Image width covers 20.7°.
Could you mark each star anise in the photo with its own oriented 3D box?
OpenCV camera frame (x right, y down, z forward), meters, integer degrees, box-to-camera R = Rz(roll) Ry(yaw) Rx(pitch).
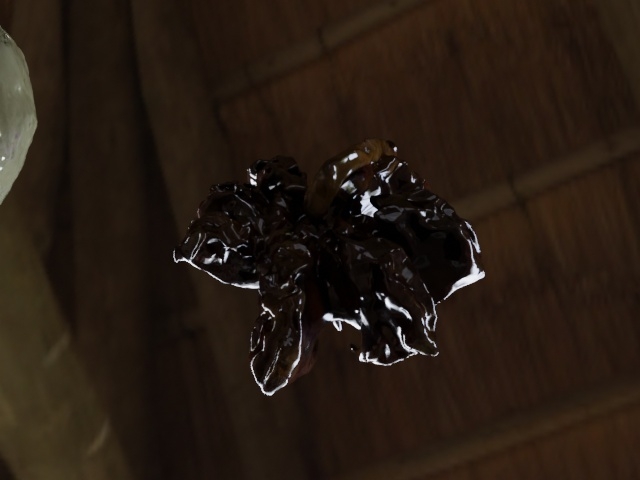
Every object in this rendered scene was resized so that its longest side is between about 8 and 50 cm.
[{"bbox_3d":[0.000,0.000,1.148,0.190,0.220,0.126,-21,-51,-11],"label":"star anise"}]

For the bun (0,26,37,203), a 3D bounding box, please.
[{"bbox_3d":[-0.312,-0.109,1.165,0.259,0.259,0.152,17,-74,-6],"label":"bun"}]
